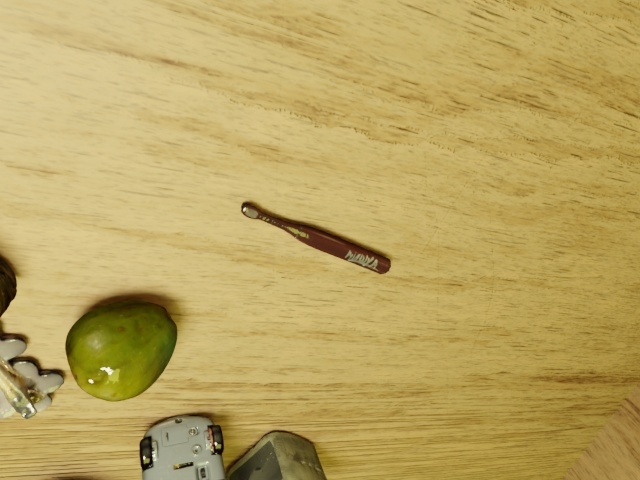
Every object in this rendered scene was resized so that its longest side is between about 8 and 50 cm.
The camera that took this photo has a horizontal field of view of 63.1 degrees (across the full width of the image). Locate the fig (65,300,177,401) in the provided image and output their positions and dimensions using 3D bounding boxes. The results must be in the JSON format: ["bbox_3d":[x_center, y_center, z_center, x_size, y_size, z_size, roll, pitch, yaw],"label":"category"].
[{"bbox_3d":[-0.355,0.194,0.950,0.191,0.181,0.181,-39,130,-21],"label":"fig"}]

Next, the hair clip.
[{"bbox_3d":[-0.593,0.249,0.966,0.146,0.075,0.257,-27,121,-5],"label":"hair clip"}]

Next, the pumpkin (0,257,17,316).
[{"bbox_3d":[-0.617,0.027,0.763,0.190,0.139,0.281,-27,124,-8],"label":"pumpkin"}]

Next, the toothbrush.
[{"bbox_3d":[0.000,0.001,1.045,0.363,0.041,0.041,22,112,-30],"label":"toothbrush"}]

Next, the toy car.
[{"bbox_3d":[-0.305,0.548,1.168,0.180,0.271,0.212,-5,142,-19],"label":"toy car"}]

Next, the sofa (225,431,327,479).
[{"bbox_3d":[-0.110,0.635,1.320,0.225,0.210,0.176,-46,127,8],"label":"sofa"}]
